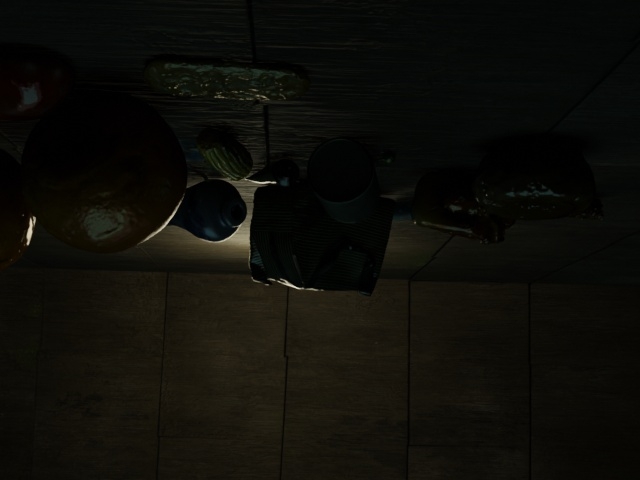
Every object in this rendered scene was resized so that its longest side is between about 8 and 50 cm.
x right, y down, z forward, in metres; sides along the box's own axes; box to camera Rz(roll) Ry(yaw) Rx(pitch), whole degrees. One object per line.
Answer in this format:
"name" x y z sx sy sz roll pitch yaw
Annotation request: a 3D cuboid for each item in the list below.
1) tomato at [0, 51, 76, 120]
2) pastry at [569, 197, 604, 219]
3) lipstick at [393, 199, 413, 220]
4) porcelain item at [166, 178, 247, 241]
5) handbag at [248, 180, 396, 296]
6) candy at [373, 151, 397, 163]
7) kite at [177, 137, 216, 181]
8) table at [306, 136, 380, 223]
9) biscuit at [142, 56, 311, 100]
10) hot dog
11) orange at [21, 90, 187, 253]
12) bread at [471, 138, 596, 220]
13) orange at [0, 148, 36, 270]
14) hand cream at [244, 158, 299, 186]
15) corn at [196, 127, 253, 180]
"tomato" -0.446 -0.220 1.362 0.166 0.082 0.174 6 172 -20
"pastry" 0.586 -0.079 2.131 0.169 0.063 0.087 3 -179 -42
"lipstick" 0.241 -0.076 2.241 0.158 0.048 0.048 -5 169 36
"porcelain item" -0.271 -0.071 2.121 0.141 0.141 0.259 11 177 -44
"handbag" 0.000 0.000 2.168 0.340 0.240 0.247 7 176 -44
"candy" 0.125 -0.161 1.837 0.023 0.025 0.083 34 169 -17
"kite" -0.260 -0.165 1.892 0.169 0.015 0.310 0 168 13
"table" 0.049 -0.112 1.805 0.126 0.126 0.220 0 171 8
"biscuit" -0.137 -0.235 1.374 0.247 0.029 0.118 3 170 -7
"hot dog" 0.325 -0.067 1.989 0.153 0.150 0.256 5 176 45
"orange" -0.345 -0.107 1.493 0.261 0.261 0.261 2 171 0
"bread" 0.401 -0.115 1.741 0.230 0.123 0.230 5 166 1
"orange" -0.630 -0.056 1.676 0.246 0.246 0.246 2 171 0
"hand cream" -0.093 -0.133 1.953 0.086 0.055 0.235 4 177 -16
"corn" -0.177 -0.161 1.730 0.072 0.072 0.203 0 170 12
